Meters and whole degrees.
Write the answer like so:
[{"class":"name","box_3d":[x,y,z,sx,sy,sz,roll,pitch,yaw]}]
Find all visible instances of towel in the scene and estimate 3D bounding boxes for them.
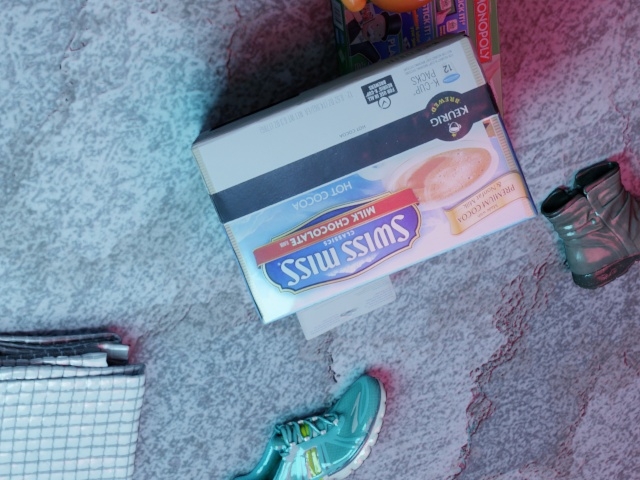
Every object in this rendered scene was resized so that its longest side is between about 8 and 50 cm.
[{"class":"towel","box_3d":[-0.375,0.237,1.965,0.284,0.121,0.235,-2,116,-23]}]

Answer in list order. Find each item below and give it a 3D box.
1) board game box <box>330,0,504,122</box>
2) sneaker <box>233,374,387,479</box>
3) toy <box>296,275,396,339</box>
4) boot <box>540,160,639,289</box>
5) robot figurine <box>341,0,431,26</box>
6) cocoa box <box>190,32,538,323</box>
[{"class":"board game box","box_3d":[0.133,-0.197,2.009,0.213,0.046,0.317,-18,123,-17]},{"class":"sneaker","box_3d":[-0.014,0.294,2.182,0.275,0.107,0.110,-47,117,4]},{"class":"toy","box_3d":[0.000,0.000,2.049,0.137,0.056,0.237,-24,120,-7]},{"class":"boot","box_3d":[0.445,-0.049,2.225,0.246,0.083,0.161,-30,120,-10]},{"class":"robot figurine","box_3d":[0.075,-0.361,1.825,0.128,0.158,0.219,-27,119,35]},{"class":"cocoa box","box_3d":[0.048,-0.079,1.838,0.347,0.231,0.228,-22,98,2]}]
